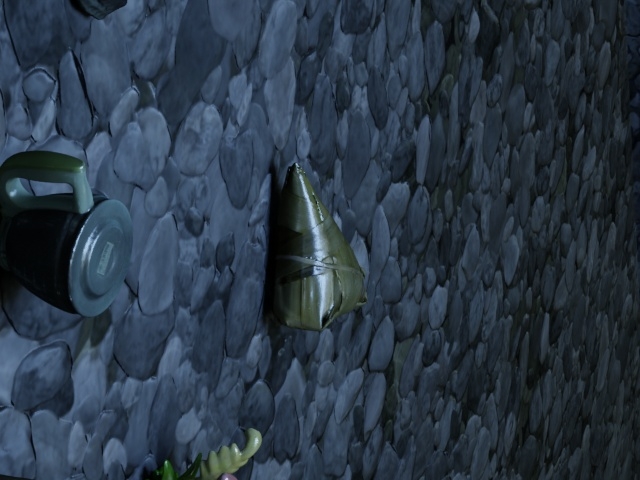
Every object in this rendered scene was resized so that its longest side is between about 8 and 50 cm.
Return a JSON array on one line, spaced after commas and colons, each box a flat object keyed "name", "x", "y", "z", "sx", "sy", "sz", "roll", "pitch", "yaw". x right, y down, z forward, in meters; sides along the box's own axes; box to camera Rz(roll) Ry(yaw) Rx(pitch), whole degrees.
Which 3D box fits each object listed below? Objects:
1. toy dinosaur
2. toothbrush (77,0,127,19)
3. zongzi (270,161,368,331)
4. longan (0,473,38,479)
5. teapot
[{"name": "toy dinosaur", "x": -0.088, "y": 0.285, "z": 1.544, "sx": 0.152, "sy": 0.177, "sz": 0.194, "roll": -40, "pitch": 131, "yaw": -60}, {"name": "toothbrush", "x": -0.220, "y": -0.226, "z": 1.248, "sx": 0.297, "sy": 0.031, "sz": 0.030, "roll": 35, "pitch": 41, "yaw": -64}, {"name": "zongzi", "x": 0.000, "y": 0.000, "z": 1.812, "sx": 0.160, "sy": 0.078, "sz": 0.176, "roll": -21, "pitch": 109, "yaw": -72}, {"name": "longan", "x": -0.226, "y": 0.271, "z": 1.092, "sx": 0.258, "sy": 0.258, "sz": 0.258, "roll": 8, "pitch": 90, "yaw": -68}, {"name": "teapot", "x": -0.198, "y": -0.010, "z": 1.293, "sx": 0.092, "sy": 0.091, "sz": 0.124, "roll": -19, "pitch": 120, "yaw": -66}]
